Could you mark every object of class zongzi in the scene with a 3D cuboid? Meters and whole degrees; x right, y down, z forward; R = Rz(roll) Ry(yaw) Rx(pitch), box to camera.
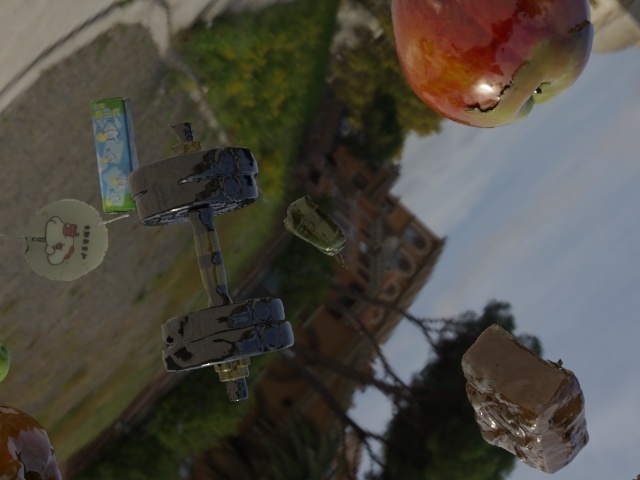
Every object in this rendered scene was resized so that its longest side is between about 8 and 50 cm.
[{"bbox_3d":[0.000,0.000,1.932,0.062,0.154,0.130,-43,173,-24],"label":"zongzi"}]

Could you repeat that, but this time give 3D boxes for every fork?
[{"bbox_3d":[-0.415,-0.038,2.144,0.115,0.012,0.016,-18,-155,37],"label":"fork"}]

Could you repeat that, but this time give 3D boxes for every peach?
[{"bbox_3d":[0.279,-0.378,1.868,0.370,0.370,0.370,-46,-173,8],"label":"peach"}]

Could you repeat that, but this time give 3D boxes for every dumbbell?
[{"bbox_3d":[-0.149,0.027,1.485,0.185,0.388,0.185,-13,175,-1],"label":"dumbbell"}]

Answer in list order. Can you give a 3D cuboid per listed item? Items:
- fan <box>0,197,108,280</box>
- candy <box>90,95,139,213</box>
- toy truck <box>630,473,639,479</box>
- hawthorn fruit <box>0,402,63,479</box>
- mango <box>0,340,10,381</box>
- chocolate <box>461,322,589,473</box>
[{"bbox_3d":[-0.625,-0.004,2.376,0.009,0.329,0.191,88,4,-72],"label":"fan"},{"bbox_3d":[-0.348,-0.147,1.868,0.062,0.194,0.097,-7,-173,-2],"label":"candy"},{"bbox_3d":[0.477,0.331,1.432,0.178,0.115,0.080,-45,-130,36],"label":"toy truck"},{"bbox_3d":[-0.585,0.449,1.615,0.472,0.472,0.472,-46,-173,8],"label":"hawthorn fruit"},{"bbox_3d":[-0.440,0.156,1.349,0.108,0.073,0.056,-29,-147,-20],"label":"mango"},{"bbox_3d":[0.256,0.212,1.384,0.093,0.148,0.214,-42,143,-17],"label":"chocolate"}]
